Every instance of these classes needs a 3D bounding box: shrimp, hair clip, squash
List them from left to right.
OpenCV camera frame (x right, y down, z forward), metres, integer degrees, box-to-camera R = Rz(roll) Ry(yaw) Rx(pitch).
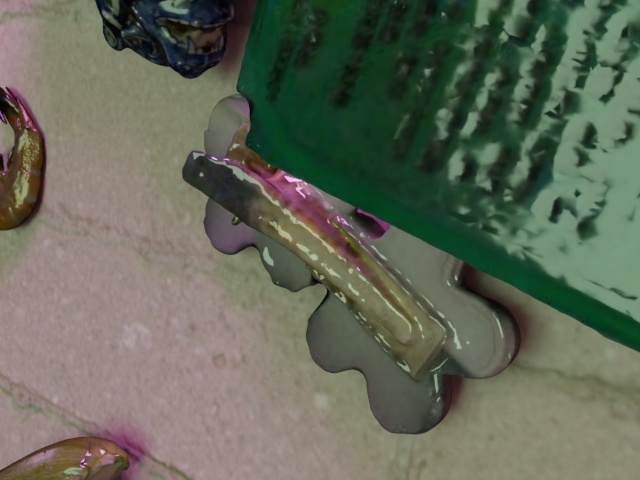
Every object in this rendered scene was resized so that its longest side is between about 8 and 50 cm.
[{"bbox_3d":[-0.312,-0.085,0.721,0.178,0.034,0.124,28,106,29],"label":"shrimp"},{"bbox_3d":[-0.239,0.214,0.670,0.239,0.069,0.069,-30,76,35],"label":"squash"},{"bbox_3d":[0.005,-0.001,0.482,0.257,0.075,0.146,42,118,19],"label":"hair clip"}]

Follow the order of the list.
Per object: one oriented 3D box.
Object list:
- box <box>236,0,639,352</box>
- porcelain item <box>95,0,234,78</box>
[{"bbox_3d":[0.133,-0.110,0.356,0.337,0.106,0.264,29,110,30],"label":"box"},{"bbox_3d":[-0.144,-0.248,0.542,0.288,0.138,0.186,36,130,23],"label":"porcelain item"}]
